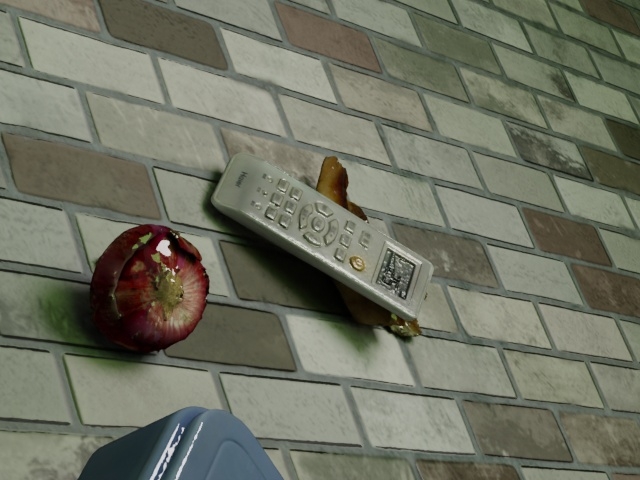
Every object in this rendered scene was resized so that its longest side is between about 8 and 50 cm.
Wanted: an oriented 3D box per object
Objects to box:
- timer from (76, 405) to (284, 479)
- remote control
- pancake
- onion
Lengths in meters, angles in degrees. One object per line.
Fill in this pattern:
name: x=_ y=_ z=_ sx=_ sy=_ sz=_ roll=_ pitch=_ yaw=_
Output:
timer: x=-0.116 y=0.382 z=1.540 sx=0.395 sy=0.173 sz=0.395 roll=47 pitch=30 yaw=-38
remote control: x=0.000 y=0.000 z=2.165 sx=0.313 sy=0.055 sz=0.109 roll=31 pitch=44 yaw=-9
pancake: x=0.063 y=0.026 z=2.262 sx=0.257 sy=0.056 sz=0.212 roll=45 pitch=33 yaw=-12
onion: x=-0.211 y=0.049 z=1.861 sx=0.150 sy=0.140 sz=0.150 roll=-12 pitch=109 yaw=-40
